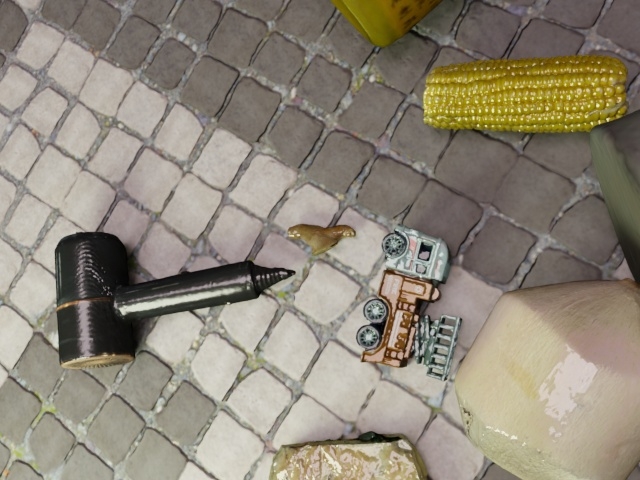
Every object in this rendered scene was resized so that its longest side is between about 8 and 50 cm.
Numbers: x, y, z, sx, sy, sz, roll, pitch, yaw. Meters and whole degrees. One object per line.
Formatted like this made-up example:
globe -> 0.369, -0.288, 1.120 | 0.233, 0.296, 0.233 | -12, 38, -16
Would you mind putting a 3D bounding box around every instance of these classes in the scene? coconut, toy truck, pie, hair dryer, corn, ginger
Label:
coconut -> 0.267, 0.144, 0.790 | 0.224, 0.224, 0.234 | 24, 88, 22
toy truck -> 0.120, 0.076, 0.920 | 0.115, 0.080, 0.177 | 13, 86, 16
pie -> 0.031, 0.333, 0.921 | 0.218, 0.052, 0.185 | -7, 77, 17
hair dryer -> -0.206, 0.058, 1.045 | 0.352, 0.107, 0.189 | -12, 75, 10
corn -> 0.248, -0.178, 0.911 | 0.244, 0.093, 0.093 | 2, 81, 21
ginger -> 0.001, 0.001, 1.004 | 0.097, 0.030, 0.048 | 1, 53, 18

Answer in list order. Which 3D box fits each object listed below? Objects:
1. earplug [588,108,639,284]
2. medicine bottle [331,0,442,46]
earplug -> 0.497, -0.035, 0.680 | 0.394, 0.312, 0.312 | -21, 74, 14
medicine bottle -> 0.149, -0.447, 0.926 | 0.384, 0.224, 0.224 | -42, 70, 8
